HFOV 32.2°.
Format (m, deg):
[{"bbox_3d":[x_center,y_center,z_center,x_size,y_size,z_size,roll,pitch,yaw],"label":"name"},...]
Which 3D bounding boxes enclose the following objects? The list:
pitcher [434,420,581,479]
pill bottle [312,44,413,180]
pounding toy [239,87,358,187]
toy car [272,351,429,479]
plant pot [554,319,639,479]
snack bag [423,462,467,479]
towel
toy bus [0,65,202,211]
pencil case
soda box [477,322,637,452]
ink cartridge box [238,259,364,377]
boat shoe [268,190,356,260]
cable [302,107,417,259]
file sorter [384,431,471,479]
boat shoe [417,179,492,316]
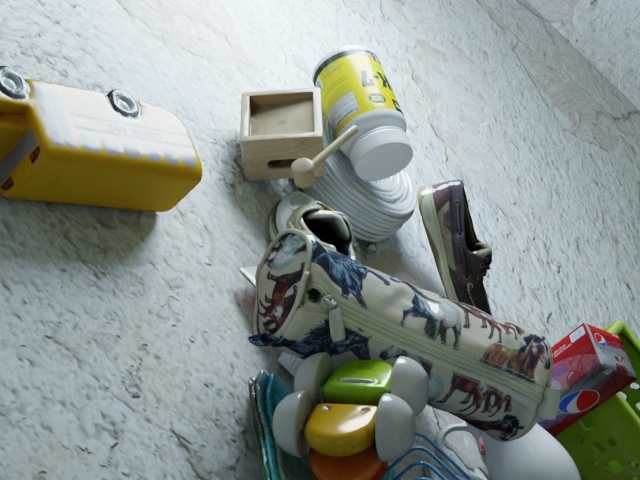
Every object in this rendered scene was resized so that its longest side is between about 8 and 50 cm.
[{"bbox_3d":[0.278,0.335,1.634,0.177,0.125,0.207,-28,85,-15],"label":"pitcher"},{"bbox_3d":[0.071,-0.208,1.816,0.119,0.119,0.209,14,46,-45],"label":"pill bottle"},{"bbox_3d":[-0.030,-0.138,1.722,0.206,0.181,0.094,-92,178,-46],"label":"pounding toy"},{"bbox_3d":[0.041,0.216,1.288,0.182,0.159,0.136,-59,144,-58],"label":"toy car"},{"bbox_3d":[0.473,0.302,1.877,0.228,0.207,0.227,54,31,5],"label":"plant pot"},{"bbox_3d":[0.302,0.497,1.609,0.323,0.037,0.343,23,40,-38],"label":"snack bag"},{"bbox_3d":[0.030,0.319,1.315,0.271,0.040,0.370,41,11,-19],"label":"towel"},{"bbox_3d":[-0.312,-0.119,1.401,0.332,0.108,0.130,4,55,-52],"label":"toy bus"},{"bbox_3d":[0.111,0.128,1.438,0.410,0.160,0.183,23,9,-18],"label":"pencil case"},{"bbox_3d":[0.358,0.241,1.730,0.092,0.263,0.084,21,40,-34],"label":"soda box"},{"bbox_3d":[0.039,0.131,1.632,0.261,0.066,0.296,41,25,24],"label":"ink cartridge box"},{"bbox_3d":[0.000,0.000,1.631,0.113,0.103,0.302,21,25,-23],"label":"boat shoe"},{"bbox_3d":[0.054,-0.119,1.897,0.257,0.089,0.257,46,31,-7],"label":"cable"},{"bbox_3d":[0.116,0.316,1.279,0.118,0.104,0.170,44,11,-10],"label":"file sorter"},{"bbox_3d":[0.253,0.030,1.929,0.285,0.092,0.103,69,22,-8],"label":"boat shoe"}]
